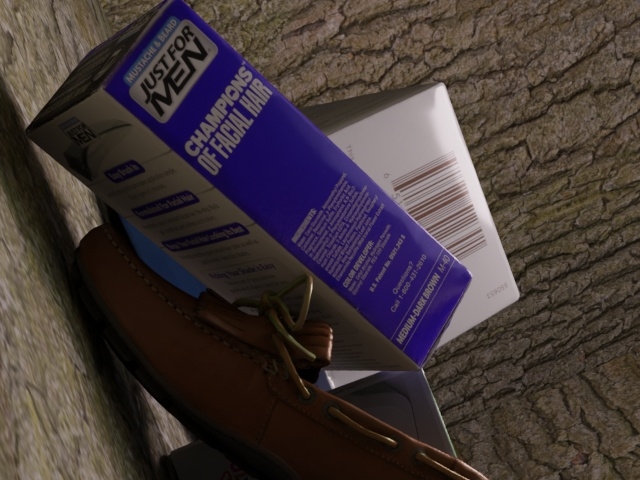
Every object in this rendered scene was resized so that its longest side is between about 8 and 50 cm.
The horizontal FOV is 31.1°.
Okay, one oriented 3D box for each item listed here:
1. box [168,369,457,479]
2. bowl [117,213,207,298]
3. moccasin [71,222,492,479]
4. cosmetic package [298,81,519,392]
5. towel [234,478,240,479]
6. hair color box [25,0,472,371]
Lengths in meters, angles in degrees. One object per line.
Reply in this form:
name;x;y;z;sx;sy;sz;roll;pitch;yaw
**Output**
box;0.000;0.213;1.074;0.262;0.231;0.127;83;-14;-79
bowl;-0.130;0.088;1.345;0.391;0.077;0.391;60;-6;11
moccasin;-0.029;0.109;0.890;0.380;0.147;0.139;37;-8;9
cosmetic package;0.000;0.000;1.625;0.393;0.327;0.329;0;-65;62
towel;-0.028;0.325;0.776;0.227;0.076;0.308;56;9;-87
hair color box;-0.059;-0.030;0.948;0.339;0.110;0.185;41;-24;-21
